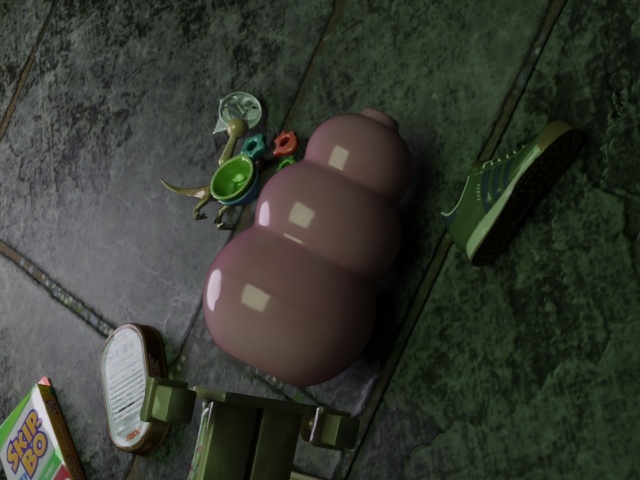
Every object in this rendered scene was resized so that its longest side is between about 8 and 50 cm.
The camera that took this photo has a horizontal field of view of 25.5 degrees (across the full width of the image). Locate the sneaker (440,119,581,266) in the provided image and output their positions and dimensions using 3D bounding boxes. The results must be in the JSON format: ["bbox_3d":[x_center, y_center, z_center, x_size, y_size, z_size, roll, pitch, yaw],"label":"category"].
[{"bbox_3d":[0.201,-0.070,1.569,0.086,0.064,0.192,49,115,36],"label":"sneaker"}]

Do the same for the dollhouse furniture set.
[{"bbox_3d":[-0.116,0.313,1.551,0.173,0.355,0.303,6,82,46],"label":"dollhouse furniture set"}]

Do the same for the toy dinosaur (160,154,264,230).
[{"bbox_3d":[-0.140,-0.063,1.926,0.183,0.053,0.093,-15,51,32],"label":"toy dinosaur"}]

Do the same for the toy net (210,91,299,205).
[{"bbox_3d":[-0.096,-0.140,1.872,0.122,0.045,0.232,-34,42,17],"label":"toy net"}]

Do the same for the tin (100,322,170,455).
[{"bbox_3d":[-0.258,0.204,1.955,0.106,0.040,0.190,-36,55,36],"label":"tin"}]

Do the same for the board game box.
[{"bbox_3d":[-0.408,0.328,2.064,0.124,0.039,0.259,-48,46,22],"label":"board game box"}]

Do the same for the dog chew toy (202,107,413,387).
[{"bbox_3d":[0.000,0.000,1.659,0.206,0.206,0.332,23,86,46],"label":"dog chew toy"}]
